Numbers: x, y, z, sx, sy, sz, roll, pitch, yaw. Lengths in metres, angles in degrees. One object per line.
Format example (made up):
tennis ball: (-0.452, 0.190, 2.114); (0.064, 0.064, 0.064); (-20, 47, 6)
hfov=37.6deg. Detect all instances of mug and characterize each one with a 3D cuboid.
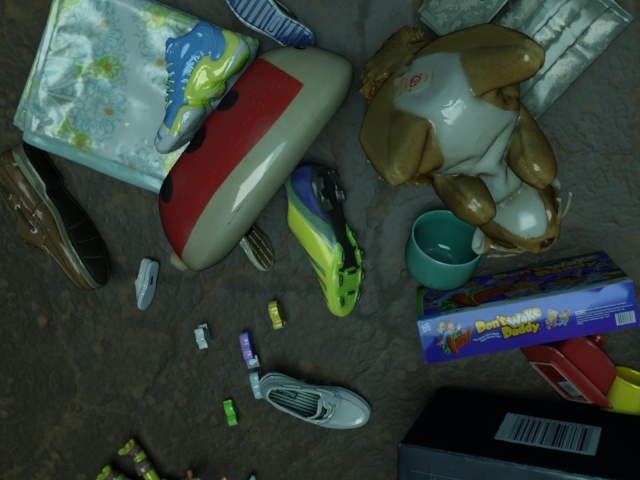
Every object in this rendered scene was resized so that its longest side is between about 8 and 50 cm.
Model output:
mug: (0.228, 0.027, 1.662); (0.158, 0.129, 0.097); (9, 139, -4)

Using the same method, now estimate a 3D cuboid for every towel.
towel: (-0.335, -0.272, 1.679); (0.374, 0.090, 0.320); (21, 103, 1)

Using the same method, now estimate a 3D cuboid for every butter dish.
butter dish: (0.464, 0.212, 1.680); (0.160, 0.160, 0.118); (45, 78, -4)

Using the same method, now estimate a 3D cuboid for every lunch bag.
lunch bag: (0.331, -0.375, 1.557); (0.287, 0.169, 0.235); (44, 106, 3)

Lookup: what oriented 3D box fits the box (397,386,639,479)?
box: (0.388, 0.547, 1.608); (0.480, 0.297, 0.471); (5, 104, 21)

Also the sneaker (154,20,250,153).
sneaker: (-0.230, -0.267, 1.595); (0.126, 0.091, 0.240); (38, 91, 5)

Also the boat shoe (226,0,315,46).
boat shoe: (-0.090, -0.390, 1.643); (0.183, 0.066, 0.066); (39, 104, -8)

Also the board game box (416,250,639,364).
board game box: (0.341, 0.111, 1.613); (0.347, 0.233, 0.078); (-12, 100, 7)

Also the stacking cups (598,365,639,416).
stacking cups: (0.529, 0.392, 1.728); (0.096, 0.096, 0.316); (15, 106, 3)

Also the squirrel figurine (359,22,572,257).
squirrel figurine: (0.238, -0.150, 1.516); (0.281, 0.397, 0.370); (-46, 126, 3)

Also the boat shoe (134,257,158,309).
boat shoe: (-0.334, 0.081, 1.778); (0.035, 0.035, 0.100); (22, 108, 29)

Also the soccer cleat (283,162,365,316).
soccer cleat: (0.001, -0.001, 1.713); (0.121, 0.093, 0.289); (-3, 107, 37)

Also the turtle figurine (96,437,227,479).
turtle figurine: (-0.311, 0.485, 1.823); (0.217, 0.087, 0.269); (43, 110, 4)

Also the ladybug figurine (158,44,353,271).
ladybug figurine: (-0.122, -0.148, 1.559); (0.162, 0.305, 0.449); (37, 83, -5)

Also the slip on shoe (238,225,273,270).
slip on shoe: (-0.137, -0.001, 1.738); (0.041, 0.051, 0.135); (-20, 111, 49)

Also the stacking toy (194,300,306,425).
stacking toy: (-0.127, 0.237, 1.775); (0.167, 0.052, 0.221); (-15, 100, 8)

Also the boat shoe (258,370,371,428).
boat shoe: (-0.009, 0.310, 1.741); (0.226, 0.076, 0.083); (16, 101, -14)

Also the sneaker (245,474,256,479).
sneaker: (-0.128, 0.508, 1.837); (0.069, 0.038, 0.098); (25, 112, -1)

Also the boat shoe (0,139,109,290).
boat shoe: (-0.502, -0.032, 1.739); (0.104, 0.111, 0.307); (-30, 87, 14)
